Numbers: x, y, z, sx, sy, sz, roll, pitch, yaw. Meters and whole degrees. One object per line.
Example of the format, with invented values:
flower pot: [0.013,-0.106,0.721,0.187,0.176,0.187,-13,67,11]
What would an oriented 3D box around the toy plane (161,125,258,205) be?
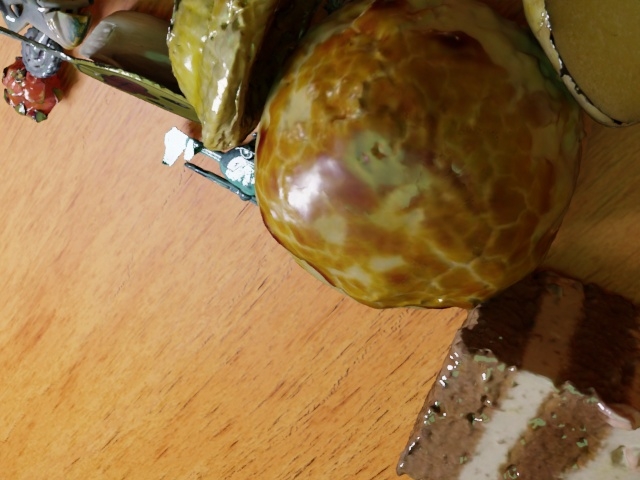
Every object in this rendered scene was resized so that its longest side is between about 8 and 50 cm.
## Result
toy plane: [-0.110,-0.103,1.287,0.235,0.060,0.096,26,124,8]

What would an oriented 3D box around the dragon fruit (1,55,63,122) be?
dragon fruit: [-0.411,-0.214,1.341,0.086,0.081,0.116,33,148,19]

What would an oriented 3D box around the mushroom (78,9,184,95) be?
mushroom: [-0.208,-0.238,1.231,0.247,0.096,0.108,20,129,11]

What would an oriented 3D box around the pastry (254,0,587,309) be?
pastry: [0.101,-0.089,1.057,0.389,0.312,0.388,12,124,18]

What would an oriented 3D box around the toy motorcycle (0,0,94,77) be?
toy motorcycle: [-0.365,-0.336,1.237,0.130,0.094,0.229,-11,93,40]

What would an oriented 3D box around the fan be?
fan: [-0.253,-0.202,1.189,0.335,0.229,0.011,22,88,-19]

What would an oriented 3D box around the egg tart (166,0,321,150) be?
egg tart: [-0.087,-0.243,1.067,0.115,0.290,0.290,26,124,5]

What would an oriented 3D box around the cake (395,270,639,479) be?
cake: [0.281,0.211,1.183,0.290,0.255,0.282,28,125,9]

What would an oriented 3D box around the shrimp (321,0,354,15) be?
shrimp: [0.024,-0.296,1.147,0.038,0.029,0.092,31,119,14]

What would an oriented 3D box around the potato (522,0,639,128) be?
potato: [0.276,-0.208,0.948,0.200,0.164,0.081,58,163,-9]
